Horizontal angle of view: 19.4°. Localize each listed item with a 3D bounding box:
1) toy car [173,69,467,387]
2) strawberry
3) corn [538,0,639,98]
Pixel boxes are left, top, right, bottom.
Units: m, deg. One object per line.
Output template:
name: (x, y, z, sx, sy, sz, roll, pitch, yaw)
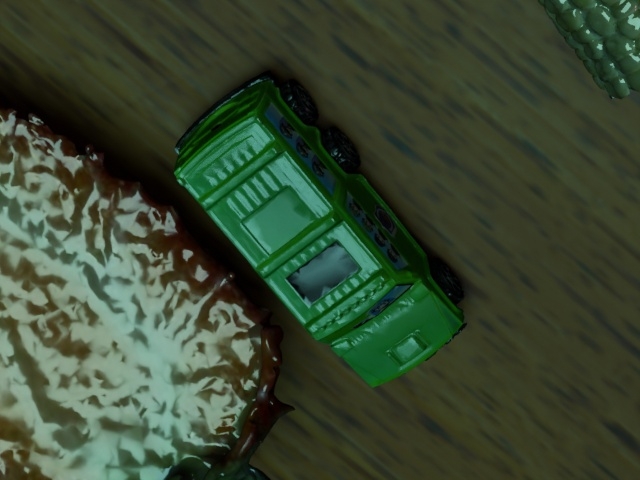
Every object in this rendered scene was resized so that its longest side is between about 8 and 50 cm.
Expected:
toy car: (0.000, 0.000, 0.905, 0.071, 0.062, 0.165, -36, 101, 20)
strawberry: (-0.126, 0.051, 0.932, 0.188, 0.106, 0.286, -33, 89, -3)
corn: (0.105, -0.165, 0.818, 0.087, 0.087, 0.211, -27, 110, 19)
